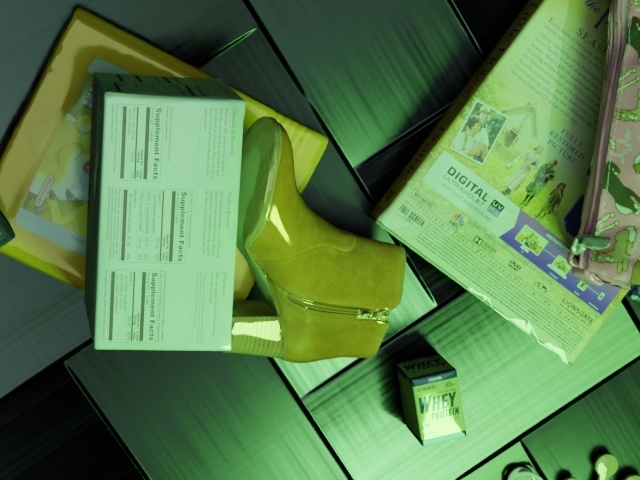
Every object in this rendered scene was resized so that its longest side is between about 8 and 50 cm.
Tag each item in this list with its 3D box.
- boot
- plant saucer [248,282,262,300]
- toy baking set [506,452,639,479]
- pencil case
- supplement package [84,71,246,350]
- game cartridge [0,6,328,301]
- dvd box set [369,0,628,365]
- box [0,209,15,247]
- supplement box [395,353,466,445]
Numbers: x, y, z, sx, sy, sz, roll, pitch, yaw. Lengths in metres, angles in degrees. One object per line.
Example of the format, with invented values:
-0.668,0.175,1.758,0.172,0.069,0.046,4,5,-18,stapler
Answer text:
0.000,0.001,1.816,0.211,0.104,0.295,-1,115,-25,boot
-0.025,0.082,1.899,0.119,0.021,0.119,-2,101,-11,plant saucer
0.307,0.367,2.019,0.256,0.030,0.197,-10,100,-9,toy baking set
0.380,-0.128,1.801,0.160,0.167,0.386,13,101,25,pencil case
-0.169,-0.035,1.706,0.145,0.204,0.262,2,102,-11,supplement package
-0.194,-0.064,1.823,0.323,0.053,0.285,26,96,-13,game cartridge
0.300,-0.106,1.902,0.307,0.062,0.420,35,94,-15,dvd box set
-0.470,-0.018,1.709,0.232,0.059,0.183,-36,111,-9,box
0.131,0.188,1.918,0.056,0.083,0.083,-12,102,-9,supplement box
